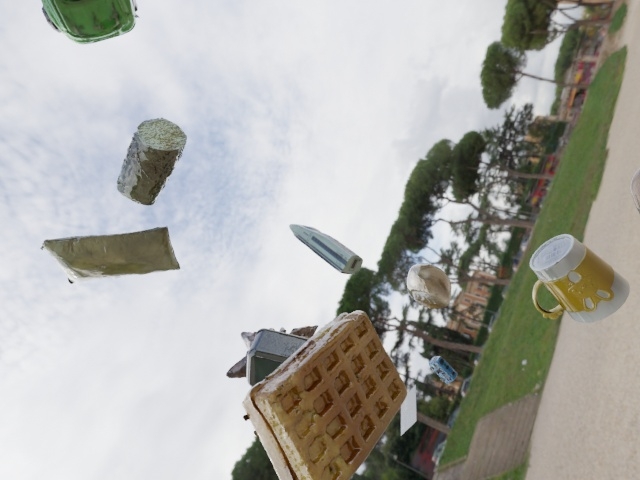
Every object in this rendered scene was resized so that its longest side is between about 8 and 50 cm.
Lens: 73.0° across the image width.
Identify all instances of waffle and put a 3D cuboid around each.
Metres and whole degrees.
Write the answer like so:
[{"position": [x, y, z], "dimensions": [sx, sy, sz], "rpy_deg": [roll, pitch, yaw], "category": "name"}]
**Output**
[{"position": [0.024, 0.288, 0.796], "dimensions": [0.327, 0.098, 0.224], "rpy_deg": [-28, -90, -54], "category": "waffle"}]

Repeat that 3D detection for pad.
[{"position": [0.318, 0.616, 1.565], "dimensions": [0.190, 0.004, 0.127], "rpy_deg": [103, 177, -51], "category": "pad"}]

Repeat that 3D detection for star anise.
[{"position": [-0.124, 0.359, 1.392], "dimensions": [0.109, 0.349, 0.292], "rpy_deg": [80, -148, -46], "category": "star anise"}]

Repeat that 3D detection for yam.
[{"position": [-0.352, -0.152, 0.887], "dimensions": [0.183, 0.107, 0.107], "rpy_deg": [-55, -18, 27], "category": "yam"}]

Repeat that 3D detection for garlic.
[{"position": [0.353, 0.153, 1.394], "dimensions": [0.112, 0.143, 0.318], "rpy_deg": [-63, -21, -23], "category": "garlic"}]

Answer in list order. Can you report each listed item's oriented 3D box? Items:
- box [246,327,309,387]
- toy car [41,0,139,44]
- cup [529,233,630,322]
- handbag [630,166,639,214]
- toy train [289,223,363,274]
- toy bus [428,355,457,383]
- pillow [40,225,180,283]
[{"position": [-0.088, 0.325, 1.116], "dimensions": [0.090, 0.201, 0.145], "rpy_deg": [-65, -15, -60], "category": "box"}, {"position": [-0.564, -0.641, 0.959], "dimensions": [0.213, 0.176, 0.359], "rpy_deg": [-19, -70, -9], "category": "toy car"}, {"position": [0.733, 0.126, 1.281], "dimensions": [0.241, 0.226, 0.185], "rpy_deg": [-44, 7, 19], "category": "cup"}, {"position": [0.783, -0.135, 0.851], "dimensions": [0.302, 0.149, 0.283], "rpy_deg": [133, 122, -69], "category": "handbag"}, {"position": [0.000, 0.001, 1.020], "dimensions": [0.055, 0.252, 0.048], "rpy_deg": [9, -71, -43], "category": "toy train"}, {"position": [0.376, 0.395, 1.326], "dimensions": [0.038, 0.083, 0.046], "rpy_deg": [-37, -10, -43], "category": "toy bus"}, {"position": [-0.539, 0.041, 1.133], "dimensions": [0.185, 0.302, 0.075], "rpy_deg": [96, 163, -51], "category": "pillow"}]
